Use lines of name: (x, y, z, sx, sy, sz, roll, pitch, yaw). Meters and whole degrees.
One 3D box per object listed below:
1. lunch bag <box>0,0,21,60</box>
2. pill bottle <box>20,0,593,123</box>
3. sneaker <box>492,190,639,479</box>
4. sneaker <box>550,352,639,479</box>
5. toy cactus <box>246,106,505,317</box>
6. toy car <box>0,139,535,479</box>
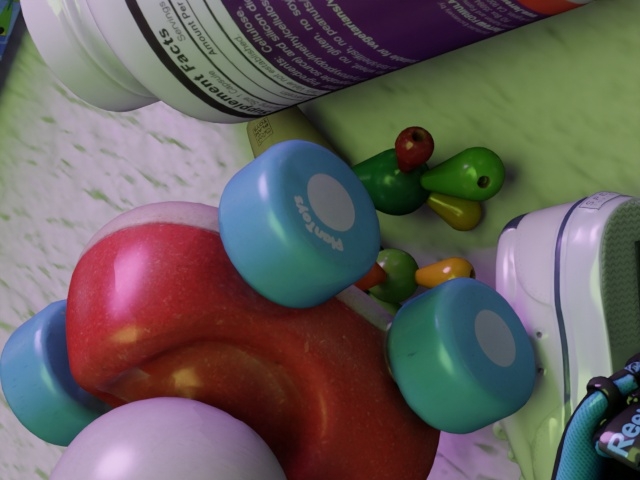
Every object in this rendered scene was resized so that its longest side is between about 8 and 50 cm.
lunch bag: (-0.333, -0.212, 1.115, 0.293, 0.138, 0.221, 41, 114, 40)
pill bottle: (-0.001, -0.170, 0.836, 0.323, 0.181, 0.181, -16, 82, 34)
sneaker: (0.137, 0.106, 0.816, 0.091, 0.094, 0.258, -4, 84, 53)
sneaker: (0.190, 0.076, 0.690, 0.125, 0.139, 0.341, 19, 77, 47)
toy cactus: (0.000, 0.000, 0.898, 0.219, 0.112, 0.180, -51, 55, 34)
toy car: (-0.046, 0.119, 0.743, 0.219, 0.210, 0.238, -31, 30, 37)
